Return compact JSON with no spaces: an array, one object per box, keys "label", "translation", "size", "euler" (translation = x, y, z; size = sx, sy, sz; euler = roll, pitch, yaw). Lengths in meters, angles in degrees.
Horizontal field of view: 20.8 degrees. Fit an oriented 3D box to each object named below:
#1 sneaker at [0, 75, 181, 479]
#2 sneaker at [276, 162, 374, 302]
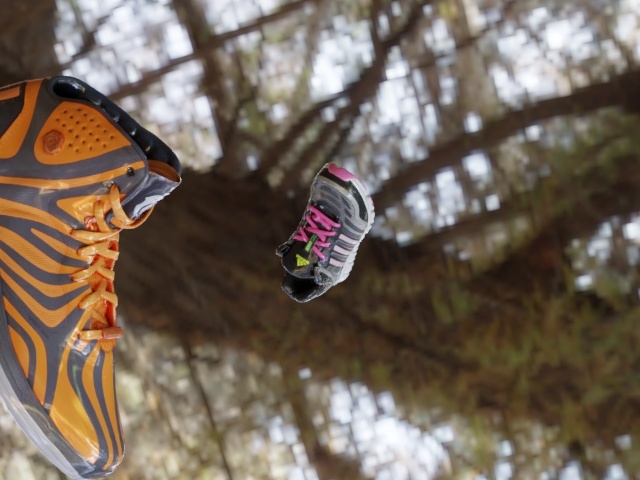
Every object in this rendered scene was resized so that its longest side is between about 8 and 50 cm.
[{"label":"sneaker","translation":[-0.182,0.018,1.368],"size":[0.180,0.321,0.124],"euler":[-22,176,11]},{"label":"sneaker","translation":[0.000,0.000,1.615],"size":[0.063,0.170,0.075],"euler":[36,-125,16]}]
